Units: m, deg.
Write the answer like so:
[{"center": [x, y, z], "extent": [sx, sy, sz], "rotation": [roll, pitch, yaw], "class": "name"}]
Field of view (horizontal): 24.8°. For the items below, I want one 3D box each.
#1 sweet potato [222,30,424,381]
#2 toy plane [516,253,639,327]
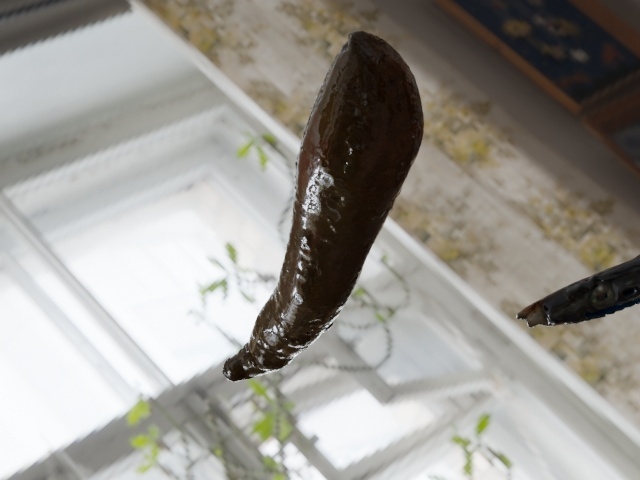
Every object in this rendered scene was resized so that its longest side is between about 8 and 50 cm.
[{"center": [0.000, 0.000, 0.646], "extent": [0.050, 0.050, 0.214], "rotation": [-25, -33, -41], "class": "sweet potato"}, {"center": [0.142, -0.009, 0.387], "extent": [0.188, 0.135, 0.062], "rotation": [-19, -4, 5], "class": "toy plane"}]
